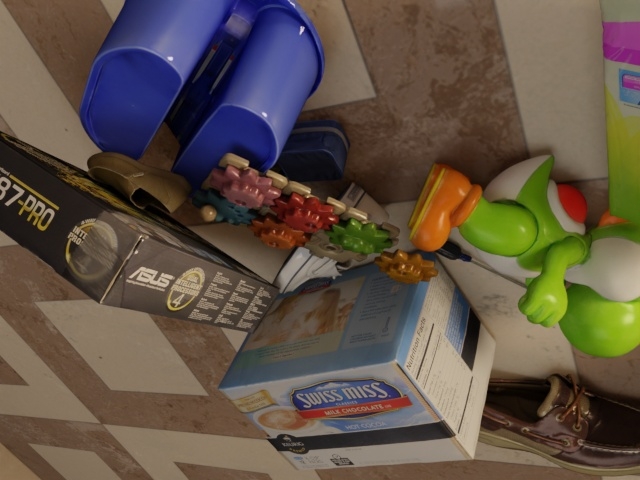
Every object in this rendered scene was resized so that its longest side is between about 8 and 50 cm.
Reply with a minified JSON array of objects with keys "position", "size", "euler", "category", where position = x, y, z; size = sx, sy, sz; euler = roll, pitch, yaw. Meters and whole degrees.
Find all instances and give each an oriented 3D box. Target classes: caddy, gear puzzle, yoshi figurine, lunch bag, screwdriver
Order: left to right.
[{"position":[-0.144,-0.194,0.760],"size":[0.241,0.179,0.341],"euler":[29,154,-18],"category":"caddy"},{"position":[-0.012,-0.124,0.851],"size":[0.099,0.065,0.067],"euler":[0,146,24],"category":"lunch bag"},{"position":[0.000,0.000,0.811],"size":[0.339,0.044,0.175],"euler":[23,156,-19],"category":"gear puzzle"},{"position":[0.234,0.032,0.917],"size":[0.170,0.024,0.025],"euler":[21,108,-3],"category":"screwdriver"},{"position":[0.284,0.041,0.791],"size":[0.362,0.203,0.203],"euler":[21,152,3],"category":"yoshi figurine"}]

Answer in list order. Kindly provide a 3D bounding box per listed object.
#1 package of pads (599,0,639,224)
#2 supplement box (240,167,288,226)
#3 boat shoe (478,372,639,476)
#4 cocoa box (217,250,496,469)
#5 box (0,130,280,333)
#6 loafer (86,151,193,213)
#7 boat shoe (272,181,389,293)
[{"position":[0.386,-0.113,0.565],"size":[0.229,0.101,0.296],"euler":[29,155,43],"category":"package of pads"},{"position":[-0.095,-0.065,0.950],"size":[0.083,0.056,0.083],"euler":[10,134,17],"category":"supplement box"},{"position":[0.384,0.281,1.009],"size":[0.342,0.123,0.123],"euler":[5,134,30],"category":"boat shoe"},{"position":[0.060,0.199,0.998],"size":[0.347,0.231,0.228],"euler":[-18,121,36],"category":"cocoa box"},{"position":[-0.264,-0.002,0.851],"size":[0.318,0.097,0.395],"euler":[33,179,22],"category":"box"},{"position":[-0.240,-0.074,0.805],"size":[0.148,0.050,0.056],"euler":[14,155,13],"category":"loafer"},{"position":[0.009,0.020,0.955],"size":[0.084,0.095,0.258],"euler":[37,137,-5],"category":"boat shoe"}]
